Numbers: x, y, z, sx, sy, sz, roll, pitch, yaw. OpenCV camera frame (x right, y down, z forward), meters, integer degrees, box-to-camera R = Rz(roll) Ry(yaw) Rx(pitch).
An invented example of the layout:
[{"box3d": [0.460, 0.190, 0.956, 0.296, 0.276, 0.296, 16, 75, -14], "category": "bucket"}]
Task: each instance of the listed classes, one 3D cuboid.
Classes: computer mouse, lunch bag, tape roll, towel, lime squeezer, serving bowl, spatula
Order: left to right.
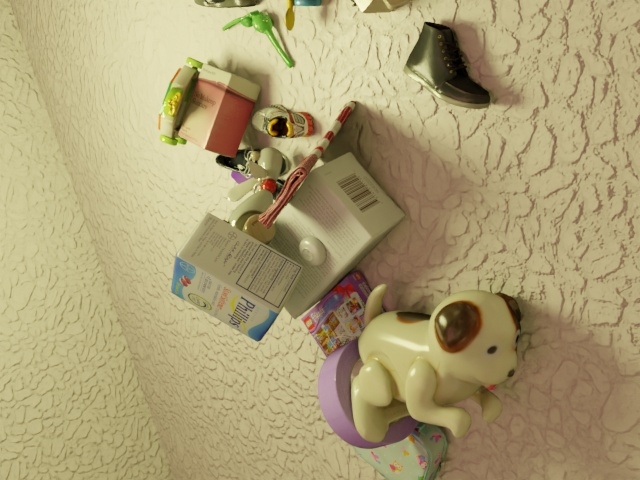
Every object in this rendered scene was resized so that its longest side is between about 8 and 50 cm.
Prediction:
[{"box3d": [-0.302, -0.285, 1.896, 0.296, 0.030, 0.084, 53, 125, 20], "category": "spatula"}, {"box3d": [-0.181, -0.599, 1.626, 0.310, 0.059, 0.110, 36, 160, 30], "category": "lime squeezer"}, {"box3d": [-0.075, -0.120, 1.722, 0.242, 0.041, 0.071, 36, 131, 24], "category": "computer mouse"}, {"box3d": [-0.029, -0.195, 1.425, 0.037, 0.329, 0.237, 36, 136, -6], "category": "towel"}, {"box3d": [-0.025, 0.031, 1.473, 0.083, 0.027, 0.083, 22, 126, 33], "category": "serving bowl"}, {"box3d": [0.131, 0.389, 1.490, 0.090, 0.275, 0.275, -38, 77, 48], "category": "tape roll"}, {"box3d": [0.222, 0.564, 1.628, 0.279, 0.108, 0.224, 30, 122, 35], "category": "lunch bag"}]

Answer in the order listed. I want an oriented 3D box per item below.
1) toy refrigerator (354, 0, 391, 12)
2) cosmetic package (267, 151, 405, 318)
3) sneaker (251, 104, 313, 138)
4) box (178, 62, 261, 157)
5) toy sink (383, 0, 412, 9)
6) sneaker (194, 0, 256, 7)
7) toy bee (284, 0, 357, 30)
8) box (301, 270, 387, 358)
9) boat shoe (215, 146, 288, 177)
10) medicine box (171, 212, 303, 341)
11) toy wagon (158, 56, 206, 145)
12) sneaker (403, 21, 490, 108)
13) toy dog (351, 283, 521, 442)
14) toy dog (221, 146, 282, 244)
[{"box3d": [0.085, -0.639, 1.262, 0.094, 0.102, 0.269, -38, 77, 49], "category": "toy refrigerator"}, {"box3d": [0.000, 0.000, 1.571, 0.230, 0.161, 0.453, 51, 137, 9], "category": "cosmetic package"}, {"box3d": [-0.125, -0.336, 1.633, 0.225, 0.092, 0.088, 15, 117, 44], "category": "sneaker"}, {"box3d": [-0.302, -0.386, 1.719, 0.148, 0.127, 0.232, 30, 103, 37], "category": "box"}, {"box3d": [0.151, -0.608, 1.128, 0.234, 0.153, 0.131, 63, 178, 8], "category": "toy sink"}, {"box3d": [-0.275, -0.728, 1.637, 0.227, 0.087, 0.130, 15, 115, 40], "category": "sneaker"}, {"box3d": [-0.057, -0.625, 1.382, 0.298, 0.162, 0.195, -4, 101, 49], "category": "toy bee"}, {"box3d": [0.077, 0.245, 1.688, 0.201, 0.057, 0.293, 56, 138, 12], "category": "box"}, {"box3d": [-0.214, -0.243, 1.768, 0.254, 0.079, 0.095, 16, 110, 33], "category": "boat shoe"}, {"box3d": [-0.227, 0.105, 1.515, 0.289, 0.149, 0.263, 31, 150, -1], "category": "medicine box"}, {"box3d": [-0.425, -0.426, 1.766, 0.068, 0.344, 0.267, 22, 101, -3], "category": "toy wagon"}, {"box3d": [0.270, -0.363, 1.191, 0.222, 0.083, 0.118, 41, 132, 30], "category": "sneaker"}, {"box3d": [0.287, 0.256, 1.339, 0.408, 0.284, 0.395, -37, 54, 48], "category": "toy dog"}, {"box3d": [-0.207, -0.112, 1.581, 0.220, 0.161, 0.334, -54, 26, 39], "category": "toy dog"}]
